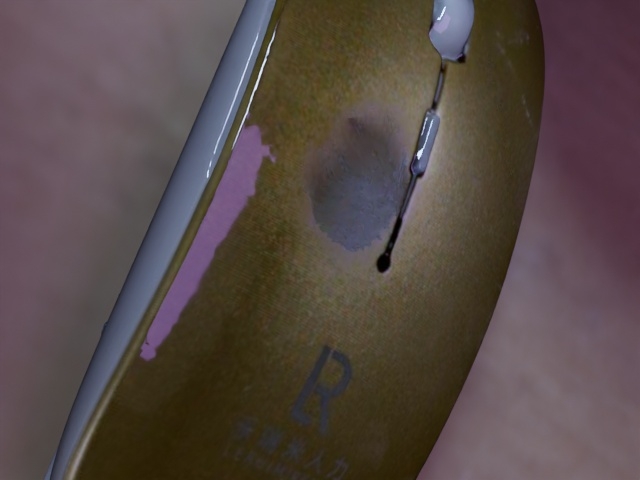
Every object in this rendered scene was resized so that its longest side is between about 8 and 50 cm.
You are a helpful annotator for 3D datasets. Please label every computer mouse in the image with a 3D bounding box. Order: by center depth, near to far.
[{"bbox_3d":[0.001,0.001,0.428,0.102,0.045,0.199,31,78,-42],"label":"computer mouse"}]
